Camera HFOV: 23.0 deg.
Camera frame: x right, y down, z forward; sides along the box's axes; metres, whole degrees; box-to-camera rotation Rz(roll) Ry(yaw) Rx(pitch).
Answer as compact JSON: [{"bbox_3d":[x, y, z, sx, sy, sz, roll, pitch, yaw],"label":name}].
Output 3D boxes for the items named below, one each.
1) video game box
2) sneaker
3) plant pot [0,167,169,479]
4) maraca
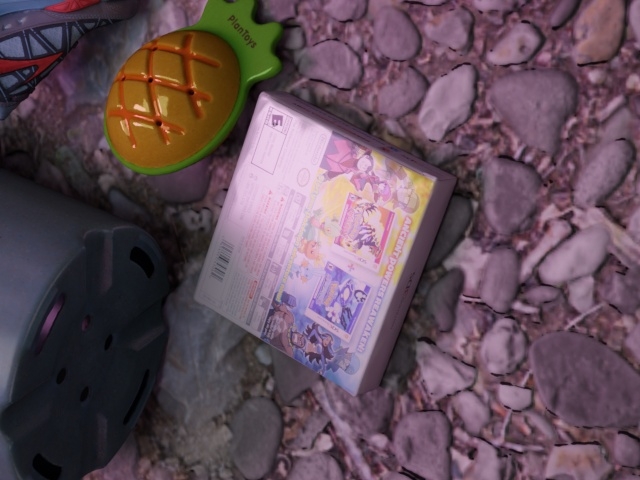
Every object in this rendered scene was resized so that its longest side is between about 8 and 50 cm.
[{"bbox_3d":[0.000,0.000,1.345,0.187,0.048,0.205,30,111,28],"label":"video game box"},{"bbox_3d":[-0.287,-0.177,1.426,0.104,0.262,0.125,-131,29,-56],"label":"sneaker"},{"bbox_3d":[-0.339,0.061,1.422,0.334,0.341,0.341,16,104,22],"label":"plant pot"},{"bbox_3d":[-0.112,-0.137,1.376,0.186,0.099,0.127,-44,64,5],"label":"maraca"}]
